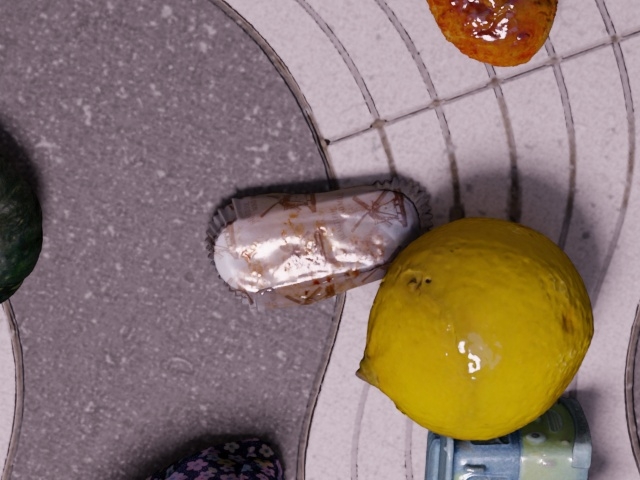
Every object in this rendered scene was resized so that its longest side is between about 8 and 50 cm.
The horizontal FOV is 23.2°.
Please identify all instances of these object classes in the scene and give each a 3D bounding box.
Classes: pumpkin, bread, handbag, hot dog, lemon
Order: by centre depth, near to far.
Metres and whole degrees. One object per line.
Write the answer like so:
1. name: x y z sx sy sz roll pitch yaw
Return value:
1. bread: 0.164 -0.308 1.591 0.139 0.095 0.269 -10 102 -2
2. lemon: 0.169 0.086 1.635 0.228 0.253 0.228 22 129 30
3. pumpkin: -0.404 -0.015 1.672 0.211 0.152 0.212 2 108 7
4. hot dog: 0.000 0.000 1.707 0.252 0.069 0.131 -12 97 3
5. handbag: -0.142 0.315 1.732 0.228 0.208 0.127 -23 100 12

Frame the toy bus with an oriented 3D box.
1. toy bus: 0.208 0.338 1.754 0.190 0.152 0.312 3 108 1
